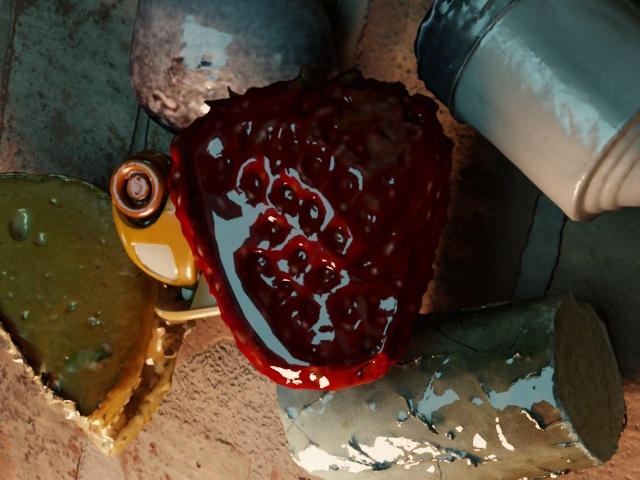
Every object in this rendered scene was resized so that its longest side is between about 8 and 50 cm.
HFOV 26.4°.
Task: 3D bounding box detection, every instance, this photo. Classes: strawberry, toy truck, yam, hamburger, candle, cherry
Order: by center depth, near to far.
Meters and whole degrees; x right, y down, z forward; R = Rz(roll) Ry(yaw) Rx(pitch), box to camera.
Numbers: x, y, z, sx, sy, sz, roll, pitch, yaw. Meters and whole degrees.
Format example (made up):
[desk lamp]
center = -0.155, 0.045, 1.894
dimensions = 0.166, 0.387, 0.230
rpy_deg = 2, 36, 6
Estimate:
[candle]
center = 0.272, -0.153, 1.422
dimensions = 0.342, 0.221, 0.221
rpy_deg = 46, 121, 21
[strawberry]
center = 0.000, 0.000, 1.475
dimensions = 0.295, 0.317, 0.345
rpy_deg = 130, 137, -66
[yam]
center = 0.154, 0.171, 1.530
dimensions = 0.348, 0.241, 0.241
rpy_deg = -10, 89, 34
[cherry]
center = -0.120, -0.246, 1.722
dimensions = 0.296, 0.218, 0.255
rpy_deg = 14, 90, 21
[toy truck]
center = -0.123, -0.016, 1.746
dimensions = 0.288, 0.204, 0.212
rpy_deg = 0, 98, 21
[hamburger]
center = -0.327, 0.072, 1.902
dimensions = 0.445, 0.287, 0.268
rpy_deg = 48, 165, 27
